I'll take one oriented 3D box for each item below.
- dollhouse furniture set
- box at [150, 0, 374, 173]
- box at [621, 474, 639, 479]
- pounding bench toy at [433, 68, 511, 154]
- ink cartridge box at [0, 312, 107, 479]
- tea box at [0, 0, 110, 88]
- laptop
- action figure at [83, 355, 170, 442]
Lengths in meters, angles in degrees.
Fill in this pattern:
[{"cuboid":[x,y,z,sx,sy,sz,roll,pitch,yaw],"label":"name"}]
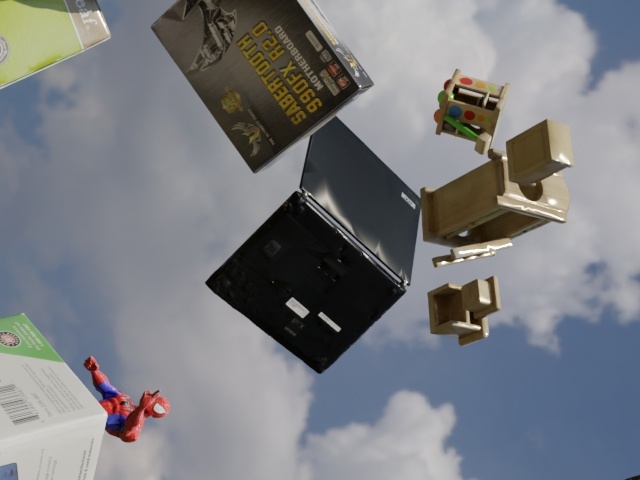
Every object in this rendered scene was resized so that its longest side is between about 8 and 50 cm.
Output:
[{"cuboid":[0.194,0.003,1.117,0.182,0.101,0.160,-29,-124,50],"label":"dollhouse furniture set"},{"cuboid":[-0.073,-0.228,1.452,0.183,0.056,0.231,-36,-92,25],"label":"box"},{"cuboid":[0.240,0.244,0.987,0.137,0.094,0.027,77,-6,-53],"label":"box"},{"cuboid":[0.145,-0.124,1.174,0.065,0.083,0.052,17,-49,9],"label":"pounding bench toy"},{"cuboid":[-0.303,0.150,0.934,0.154,0.212,0.093,40,-56,37],"label":"ink cartridge box"},{"cuboid":[-0.464,-0.312,1.303,0.220,0.324,0.328,10,-55,55],"label":"tea box"},{"cuboid":[0.000,0.000,1.573,0.264,0.234,0.136,-45,-147,6],"label":"laptop"},{"cuboid":[-0.318,0.207,1.515,0.091,0.281,0.139,63,-38,38],"label":"action figure"}]
